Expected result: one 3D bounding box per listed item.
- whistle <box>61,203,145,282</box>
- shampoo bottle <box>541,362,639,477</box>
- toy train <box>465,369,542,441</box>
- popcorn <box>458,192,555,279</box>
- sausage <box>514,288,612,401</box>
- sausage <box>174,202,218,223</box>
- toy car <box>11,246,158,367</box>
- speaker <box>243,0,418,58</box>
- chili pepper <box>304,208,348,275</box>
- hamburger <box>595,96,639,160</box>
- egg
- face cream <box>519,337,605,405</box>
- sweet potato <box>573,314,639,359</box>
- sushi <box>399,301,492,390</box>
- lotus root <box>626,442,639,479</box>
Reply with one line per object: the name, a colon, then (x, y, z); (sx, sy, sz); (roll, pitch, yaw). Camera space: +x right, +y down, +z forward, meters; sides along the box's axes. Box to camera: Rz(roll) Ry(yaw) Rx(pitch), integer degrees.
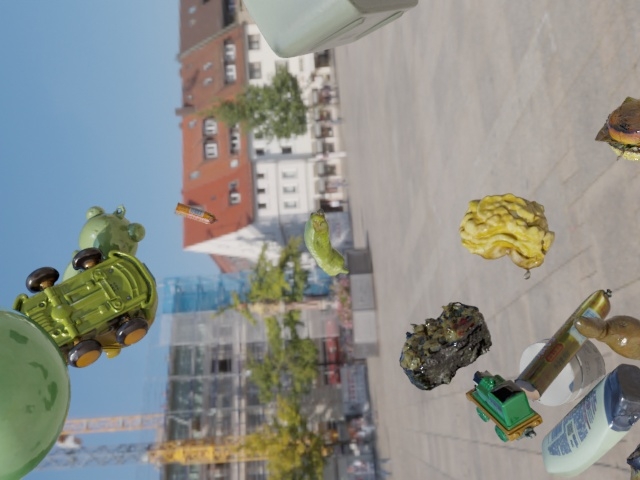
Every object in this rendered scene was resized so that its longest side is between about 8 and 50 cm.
whistle: (-0.439, 0.063, 1.362); (0.106, 0.131, 0.288); (0, -69, -76)
shampoo bottle: (0.590, 0.407, 1.495); (0.359, 0.078, 0.134); (106, 177, -49)
toy train: (0.412, 0.367, 1.571); (0.228, 0.091, 0.136); (45, 159, 60)
popcorn: (0.402, -0.030, 1.471); (0.163, 0.194, 0.140); (-54, -26, -35)
sausage: (0.626, 0.245, 1.729); (0.082, 0.371, 0.082); (40, 159, 19)
sausage: (-0.300, -0.063, 1.677); (0.031, 0.107, 0.031); (-161, 90, -86)
toy car: (-0.407, 0.136, 1.217); (0.200, 0.247, 0.142); (53, 154, 27)
speaker: (0.031, -0.483, 1.357); (0.183, 0.184, 0.406); (60, -148, -6)
chili pepper: (-0.001, 0.000, 1.000); (0.049, 0.043, 0.208); (60, 178, 28)
hamburger: (0.959, -0.320, 2.047); (0.243, 0.261, 0.139); (25, 149, 50)
egg: (-0.400, 0.180, 0.784); (0.269, 0.220, 0.220); (144, 123, -71)
face cream: (0.664, 0.352, 1.892); (0.177, 0.153, 0.177); (10, 102, 54)
sweet potato: (0.533, 0.166, 1.225); (0.075, 0.269, 0.075); (-40, 40, 45)
sushi: (0.266, 0.225, 1.528); (0.115, 0.212, 0.147); (57, 177, -22)
lotus root: (0.536, 0.355, 0.961); (0.138, 0.214, 0.138); (-43, -30, -32)
